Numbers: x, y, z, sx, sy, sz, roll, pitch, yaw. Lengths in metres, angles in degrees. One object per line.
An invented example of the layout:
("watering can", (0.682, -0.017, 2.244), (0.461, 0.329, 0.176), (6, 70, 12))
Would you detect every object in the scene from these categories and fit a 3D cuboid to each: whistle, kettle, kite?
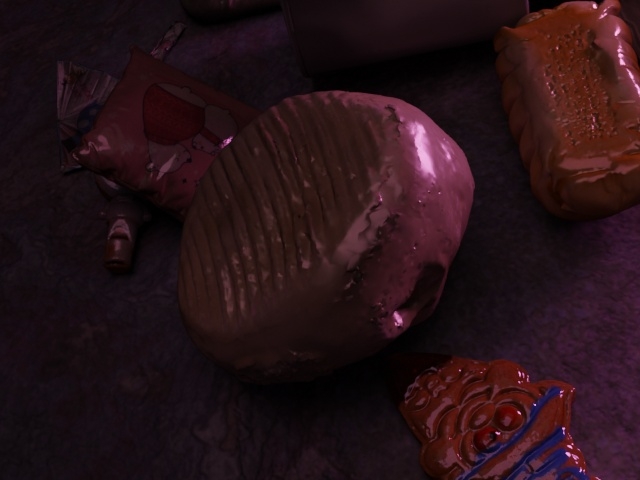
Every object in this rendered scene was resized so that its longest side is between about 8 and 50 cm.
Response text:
("whistle", (-0.257, -0.058, 1.372), (0.107, 0.057, 0.220), (2, 61, 0))
("kettle", (0.107, -0.340, 1.352), (0.318, 0.205, 0.265), (-10, 20, 8))
("kite", (-0.284, -0.213, 1.513), (0.335, 0.011, 0.314), (21, 63, 26))

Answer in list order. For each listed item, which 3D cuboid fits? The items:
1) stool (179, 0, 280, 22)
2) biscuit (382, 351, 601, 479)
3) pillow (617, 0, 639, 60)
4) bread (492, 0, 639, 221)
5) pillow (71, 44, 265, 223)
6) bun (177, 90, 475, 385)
("stool", (-0.105, -0.528, 1.537), (0.310, 0.226, 0.310), (-13, 62, 6))
("biscuit", (0.178, 0.198, 1.092), (0.280, 0.043, 0.183), (35, 67, 28))
("pillow", (0.466, -0.251, 1.319), (0.130, 0.038, 0.233), (-10, 52, 3))
("bread", (0.315, -0.155, 1.241), (0.173, 0.121, 0.311), (-12, 56, 10))
("pillow", (-0.188, -0.132, 1.344), (0.236, 0.084, 0.223), (30, 56, -11))
("bun", (0.000, 0.000, 1.161), (0.326, 0.234, 0.362), (36, 87, 39))
